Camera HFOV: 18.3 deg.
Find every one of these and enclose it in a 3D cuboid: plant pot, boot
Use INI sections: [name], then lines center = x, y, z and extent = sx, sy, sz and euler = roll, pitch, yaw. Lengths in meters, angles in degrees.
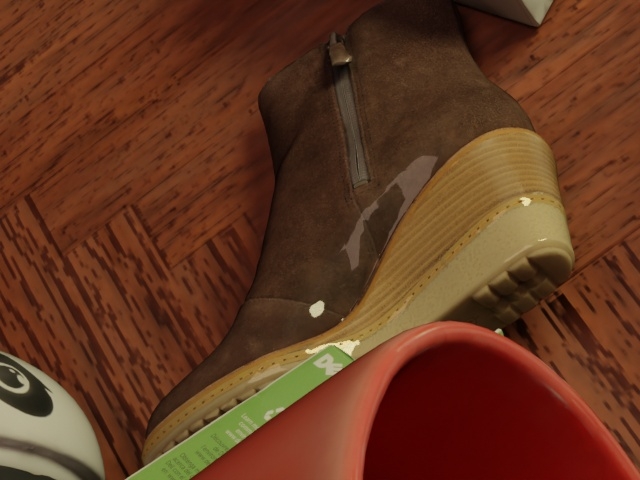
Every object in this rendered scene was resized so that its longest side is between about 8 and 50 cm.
[plant pot]
center = -0.005, 0.196, 0.711
extent = 0.243, 0.275, 0.275
euler = -27, 57, 26
[boot]
center = 0.000, 0.000, 1.006
extent = 0.248, 0.090, 0.207
euler = -33, 45, 10

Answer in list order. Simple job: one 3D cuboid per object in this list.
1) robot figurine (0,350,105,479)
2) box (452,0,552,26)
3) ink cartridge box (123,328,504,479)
[robot figurine]
center = -0.186, 0.183, 0.933
extent = 0.173, 0.209, 0.278
euler = -17, 60, 32
[box]
center = 0.061, -0.208, 1.053
extent = 0.170, 0.091, 0.130
euler = 24, 78, 32
[ink cartridge box]
center = -0.002, 0.122, 0.894
extent = 0.209, 0.109, 0.062
euler = -33, 35, -15
